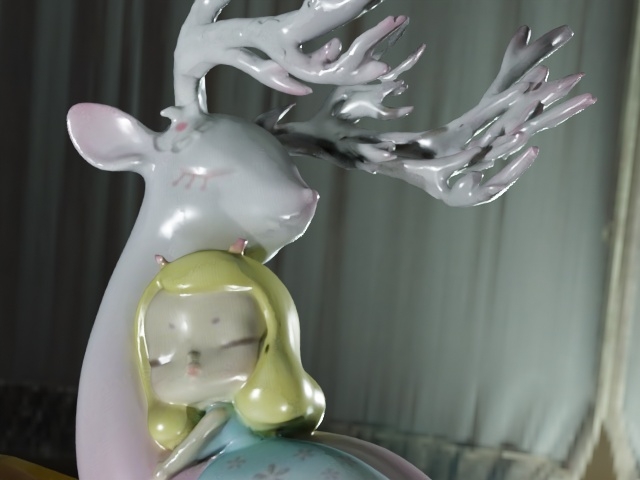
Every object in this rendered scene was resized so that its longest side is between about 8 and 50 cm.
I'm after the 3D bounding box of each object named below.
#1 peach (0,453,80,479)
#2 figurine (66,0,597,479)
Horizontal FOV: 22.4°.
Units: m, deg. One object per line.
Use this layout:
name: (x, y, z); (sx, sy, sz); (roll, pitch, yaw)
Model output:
peach: (-0.132, 0.218, 0.441); (0.372, 0.372, 0.290); (0, -145, -22)
figurine: (0.003, 0.003, 0.855); (0.284, 0.315, 0.206); (-19, 164, 29)
